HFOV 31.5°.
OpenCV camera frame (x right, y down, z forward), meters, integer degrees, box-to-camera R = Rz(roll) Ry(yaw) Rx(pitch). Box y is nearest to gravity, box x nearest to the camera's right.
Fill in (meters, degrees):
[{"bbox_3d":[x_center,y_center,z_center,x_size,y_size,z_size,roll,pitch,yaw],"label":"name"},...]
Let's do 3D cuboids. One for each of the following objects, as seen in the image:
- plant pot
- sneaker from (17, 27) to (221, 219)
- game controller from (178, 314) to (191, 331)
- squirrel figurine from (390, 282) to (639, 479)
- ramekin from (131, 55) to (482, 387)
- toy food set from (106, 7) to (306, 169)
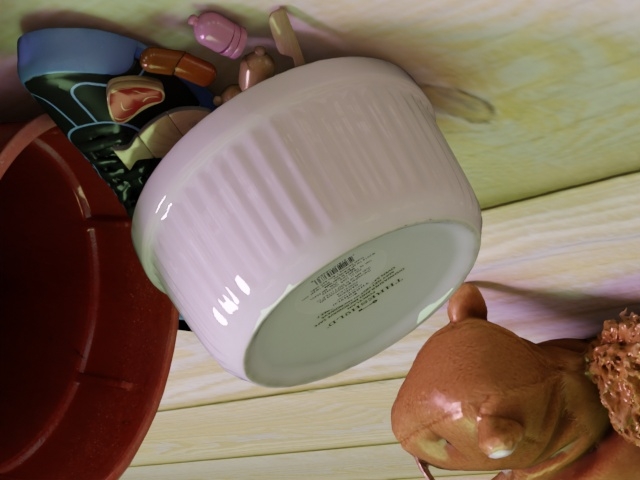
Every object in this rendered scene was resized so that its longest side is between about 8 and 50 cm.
[{"bbox_3d":[-0.278,0.038,0.792,0.265,0.272,0.272,4,164,20],"label":"plant pot"},{"bbox_3d":[-0.104,-0.053,0.721,0.081,0.090,0.232,-8,160,29],"label":"sneaker"},{"bbox_3d":[-0.176,0.041,1.063,0.166,0.067,0.319,-7,159,25],"label":"game controller"},{"bbox_3d":[0.278,0.163,1.177,0.397,0.281,0.370,-28,137,33],"label":"squirrel figurine"},{"bbox_3d":[0.000,0.000,0.694,0.207,0.109,0.207,-25,153,-14],"label":"ramekin"},{"bbox_3d":[-0.071,-0.093,0.650,0.122,0.019,0.078,-21,133,2],"label":"toy food set"}]
